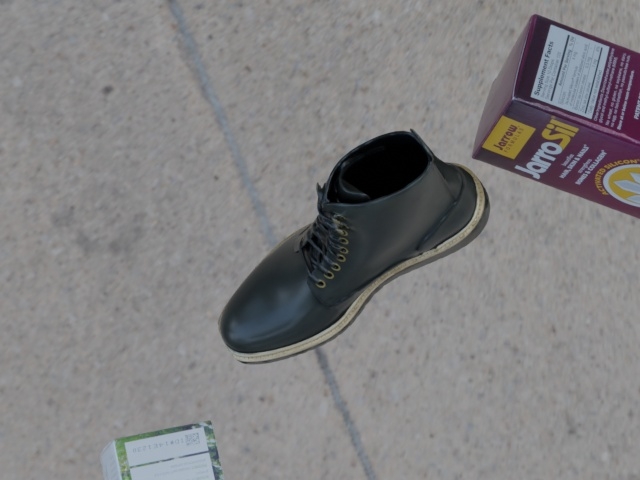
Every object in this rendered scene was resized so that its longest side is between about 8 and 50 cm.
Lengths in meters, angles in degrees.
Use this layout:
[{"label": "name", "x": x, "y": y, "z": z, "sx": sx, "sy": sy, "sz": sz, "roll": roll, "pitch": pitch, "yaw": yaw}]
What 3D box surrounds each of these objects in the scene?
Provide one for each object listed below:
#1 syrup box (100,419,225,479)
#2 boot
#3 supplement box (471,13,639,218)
[{"label": "syrup box", "x": -0.124, "y": 0.289, "z": 1.120, "sx": 0.093, "sy": 0.096, "sz": 0.237, "roll": -9, "pitch": 75, "yaw": -20}, {"label": "boot", "x": 0.000, "y": 0.000, "z": 0.775, "sx": 0.198, "sy": 0.137, "sz": 0.077, "roll": -37, "pitch": 69, "yaw": 9}, {"label": "supplement box", "x": 0.225, "y": -0.085, "z": 0.965, "sx": 0.188, "sy": 0.081, "sz": 0.104, "roll": 19, "pitch": 155, "yaw": -3}]
